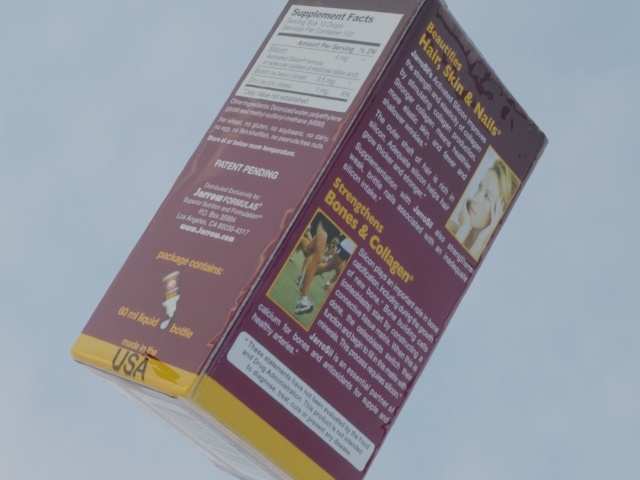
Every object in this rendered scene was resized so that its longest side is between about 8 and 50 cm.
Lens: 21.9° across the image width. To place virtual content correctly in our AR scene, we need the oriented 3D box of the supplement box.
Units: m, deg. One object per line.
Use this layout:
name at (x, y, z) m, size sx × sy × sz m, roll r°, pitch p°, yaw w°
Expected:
supplement box at (0.000, 0.000, 0.669) m, size 0.104 × 0.081 × 0.188 m, roll 45°, pitch -111°, yaw -40°
